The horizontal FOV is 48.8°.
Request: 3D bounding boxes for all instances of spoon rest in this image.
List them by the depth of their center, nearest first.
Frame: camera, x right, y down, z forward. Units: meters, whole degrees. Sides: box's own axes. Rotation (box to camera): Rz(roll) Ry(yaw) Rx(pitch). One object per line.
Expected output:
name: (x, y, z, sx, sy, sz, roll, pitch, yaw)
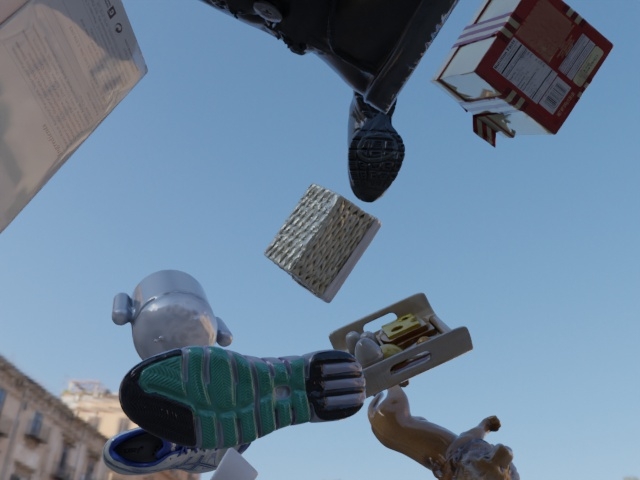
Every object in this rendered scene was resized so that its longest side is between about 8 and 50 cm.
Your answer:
spoon rest: (-0.198, 0.396, 1.022, 0.137, 0.084, 0.276, 44, -55, 0)

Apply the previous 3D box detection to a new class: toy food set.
toy food set: (0.131, 0.177, 1.302, 0.219, 0.092, 0.306, -24, 9, -2)

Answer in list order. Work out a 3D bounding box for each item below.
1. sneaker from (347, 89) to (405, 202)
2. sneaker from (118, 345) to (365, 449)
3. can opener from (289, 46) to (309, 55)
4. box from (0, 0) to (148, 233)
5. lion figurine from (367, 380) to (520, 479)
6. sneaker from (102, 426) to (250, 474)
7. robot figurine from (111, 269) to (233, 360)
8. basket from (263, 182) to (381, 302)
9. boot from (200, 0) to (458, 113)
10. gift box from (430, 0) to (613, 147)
sneaker: (0.098, -0.184, 1.368, 0.109, 0.286, 0.130, 10, -32, -5)
sneaker: (-0.073, 0.141, 0.623, 0.223, 0.083, 0.098, 7, -19, -30)
can opener: (0.020, -0.494, 1.718, 0.095, 0.283, 0.076, 24, -62, 11)
box: (-0.376, -0.149, 0.709, 0.215, 0.345, 0.168, 16, -34, 21)
lion figurine: (0.216, 0.393, 1.389, 0.392, 0.142, 0.240, 12, 15, 34)
sneaker: (-0.273, 0.405, 1.378, 0.296, 0.112, 0.131, -8, -17, -15)
robot figurine: (-0.364, 0.197, 1.741, 0.300, 0.200, 0.353, 13, 12, -20)
basket: (0.000, 0.000, 1.183, 0.103, 0.167, 0.113, 36, -4, -36)
boot: (-0.048, -0.364, 0.817, 0.445, 0.146, 0.367, 33, -27, -1)
gift box: (0.414, -0.348, 1.478, 0.276, 0.255, 0.258, 39, -1, -16)
